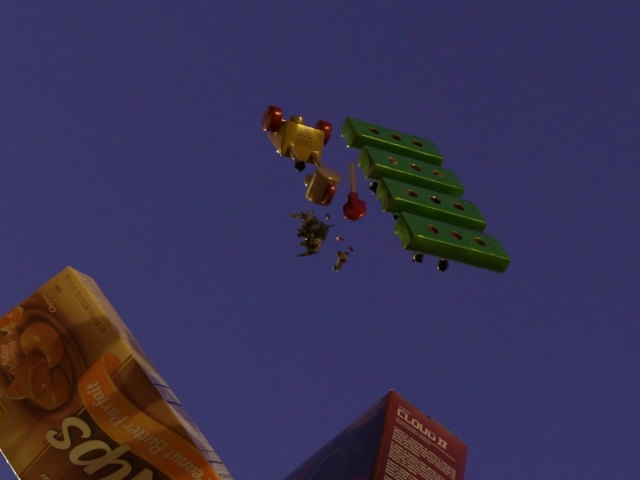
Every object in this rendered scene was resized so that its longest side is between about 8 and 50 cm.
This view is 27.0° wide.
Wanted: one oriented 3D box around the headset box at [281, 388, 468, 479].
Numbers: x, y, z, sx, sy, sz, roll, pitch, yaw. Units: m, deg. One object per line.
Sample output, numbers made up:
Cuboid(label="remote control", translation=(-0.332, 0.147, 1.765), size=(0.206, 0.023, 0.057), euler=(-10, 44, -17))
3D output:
Cuboid(label="headset box", translation=(0.025, 0.300, 1.290), size=(0.110, 0.293, 0.218), euler=(38, -57, -13))

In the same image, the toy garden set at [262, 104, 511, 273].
Cuboid(label="toy garden set", translation=(0.052, -0.048, 1.324), size=(0.204, 0.244, 0.049), euler=(14, -63, -23))

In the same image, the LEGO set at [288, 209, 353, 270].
Cuboid(label="LEGO set", translation=(0.002, -0.002, 1.368), size=(0.023, 0.083, 0.054), euler=(26, -85, 64))

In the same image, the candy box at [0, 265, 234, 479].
Cuboid(label="candy box", translation=(-0.255, 0.209, 1.494), size=(0.183, 0.087, 0.316), euler=(-37, -103, 1))
